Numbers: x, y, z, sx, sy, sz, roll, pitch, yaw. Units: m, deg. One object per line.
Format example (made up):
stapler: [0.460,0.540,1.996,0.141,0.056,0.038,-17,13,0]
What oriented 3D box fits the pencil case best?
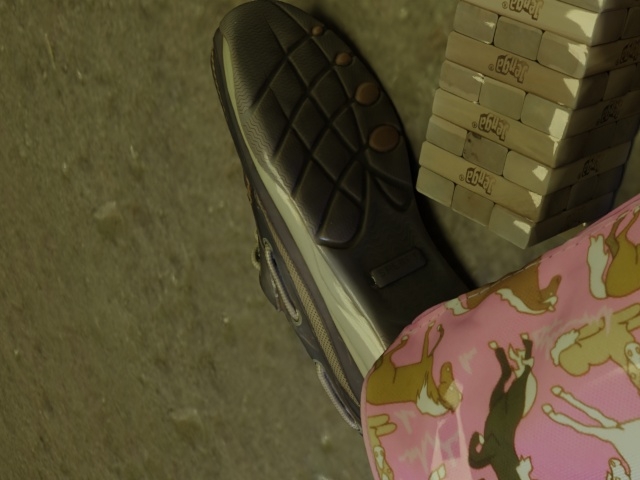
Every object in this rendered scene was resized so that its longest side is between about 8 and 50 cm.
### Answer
pencil case: [0.184,0.047,0.448,0.386,0.160,0.167,-39,30,40]

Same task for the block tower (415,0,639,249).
block tower: [0.139,-0.154,0.505,0.091,0.097,0.336,32,127,36]

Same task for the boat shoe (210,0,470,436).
boat shoe: [0.000,0.000,0.686,0.130,0.132,0.356,-33,78,48]
